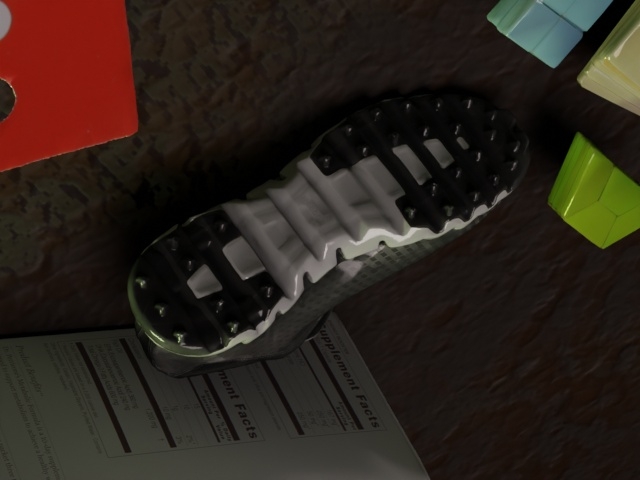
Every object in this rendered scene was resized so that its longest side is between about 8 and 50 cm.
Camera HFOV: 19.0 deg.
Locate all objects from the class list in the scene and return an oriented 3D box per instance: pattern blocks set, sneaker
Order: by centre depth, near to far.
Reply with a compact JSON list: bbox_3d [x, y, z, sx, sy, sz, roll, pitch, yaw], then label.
[{"bbox_3d":[0.000,0.000,0.964,0.234,0.078,0.106,-29,166,-23],"label":"sneaker"},{"bbox_3d":[0.226,-0.113,0.987,0.285,0.026,0.325,-44,141,4],"label":"pattern blocks set"}]

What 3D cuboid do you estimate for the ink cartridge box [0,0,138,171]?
[{"bbox_3d":[-0.133,-0.127,0.647,0.189,0.066,0.232,-19,107,-38],"label":"ink cartridge box"}]

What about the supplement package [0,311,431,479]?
[{"bbox_3d":[-0.090,0.136,0.996,0.244,0.134,0.139,-4,133,-27],"label":"supplement package"}]
